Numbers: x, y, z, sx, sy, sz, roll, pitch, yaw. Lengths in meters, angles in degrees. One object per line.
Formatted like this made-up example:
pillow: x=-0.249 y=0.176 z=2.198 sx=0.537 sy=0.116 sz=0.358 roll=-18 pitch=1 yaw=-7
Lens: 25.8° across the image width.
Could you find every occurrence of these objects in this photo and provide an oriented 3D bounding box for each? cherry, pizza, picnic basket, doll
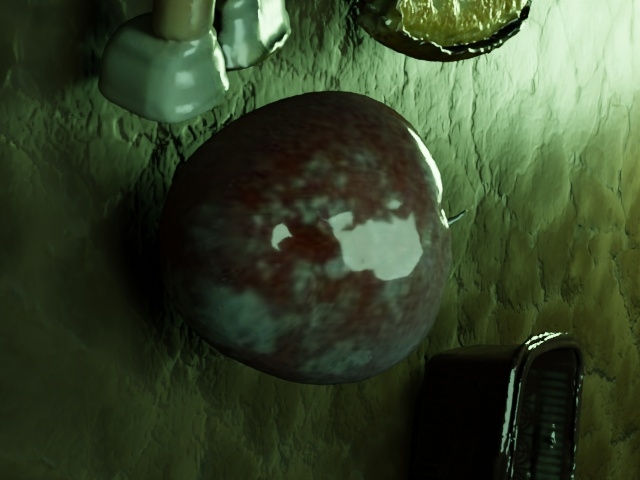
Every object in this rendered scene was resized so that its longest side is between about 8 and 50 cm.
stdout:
cherry: x=0.000 y=0.000 z=1.134 sx=0.286 sy=0.213 sz=0.236 roll=-10 pitch=80 yaw=-32
pizza: x=0.107 y=-0.293 z=1.364 sx=0.251 sy=0.074 sz=0.287 roll=-44 pitch=126 yaw=-42
picnic basket: x=0.193 y=0.239 z=1.545 sx=0.222 sy=0.129 sz=0.296 roll=0 pitch=97 yaw=-58
doll: x=-0.063 y=-0.289 z=0.991 sx=0.348 sy=0.161 sz=0.423 roll=-35 pitch=139 yaw=-79
